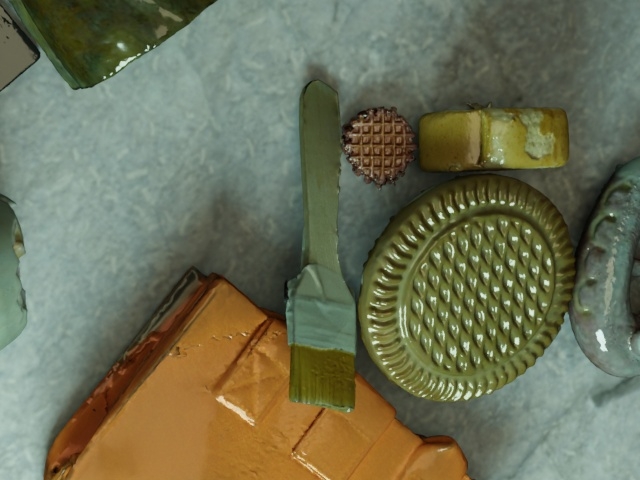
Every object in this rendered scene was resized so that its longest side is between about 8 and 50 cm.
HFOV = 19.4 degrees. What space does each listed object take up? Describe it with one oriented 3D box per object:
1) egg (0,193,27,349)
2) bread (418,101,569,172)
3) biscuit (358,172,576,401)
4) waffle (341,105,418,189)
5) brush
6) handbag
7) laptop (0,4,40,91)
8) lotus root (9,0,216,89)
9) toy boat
[{"bbox_3d":[-0.378,0.037,1.716,0.217,0.183,0.183,-7,97,-7],"label":"egg"},{"bbox_3d":[0.176,-0.106,1.885,0.149,0.122,0.073,-3,93,-17],"label":"bread"},{"bbox_3d":[0.147,0.049,1.881,0.259,0.079,0.259,-10,113,-25],"label":"biscuit"},{"bbox_3d":[0.060,-0.095,1.901,0.075,0.029,0.083,-41,103,-9],"label":"waffle"},{"bbox_3d":[0.000,0.000,1.837,0.085,0.020,0.336,11,69,-29],"label":"brush"},{"bbox_3d":[-0.045,0.253,1.865,0.410,0.116,0.303,40,81,-16],"label":"handbag"},{"bbox_3d":[-0.376,-0.209,1.779,0.135,0.016,0.197,-40,105,-10],"label":"laptop"},{"bbox_3d":[-0.189,-0.321,1.754,0.267,0.149,0.260,-38,104,-12],"label":"lotus root"},{"bbox_3d":[0.342,0.033,1.947,0.155,0.085,0.227,21,86,-31],"label":"toy boat"}]
